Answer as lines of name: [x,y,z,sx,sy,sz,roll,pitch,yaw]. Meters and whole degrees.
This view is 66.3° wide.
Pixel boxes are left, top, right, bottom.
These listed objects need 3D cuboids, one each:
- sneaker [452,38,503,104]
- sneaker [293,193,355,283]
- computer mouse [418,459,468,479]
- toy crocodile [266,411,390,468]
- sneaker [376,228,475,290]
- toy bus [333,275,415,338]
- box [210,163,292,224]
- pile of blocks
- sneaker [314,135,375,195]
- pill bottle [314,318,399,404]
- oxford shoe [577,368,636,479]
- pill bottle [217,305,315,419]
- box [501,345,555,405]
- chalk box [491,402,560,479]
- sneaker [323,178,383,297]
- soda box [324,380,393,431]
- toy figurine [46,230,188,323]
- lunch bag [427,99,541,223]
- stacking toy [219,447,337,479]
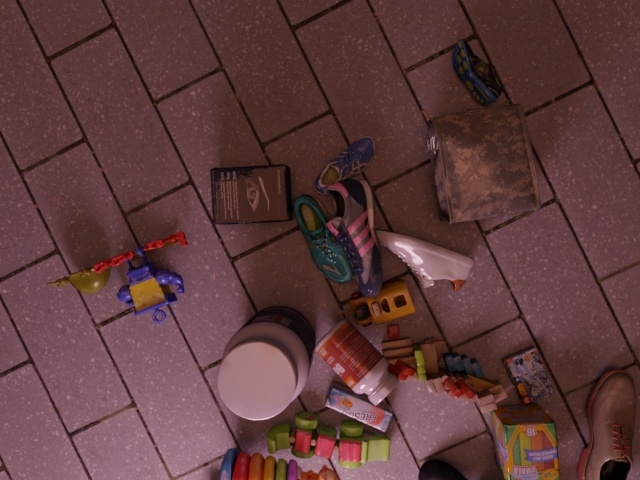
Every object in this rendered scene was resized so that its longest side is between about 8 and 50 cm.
sneaker: [0.422,-0.456,1.320,0.078,0.067,0.188,-32,88,-18]
sneaker: [0.000,0.000,1.327,0.107,0.110,0.275,-31,91,6]
computer mouse: [0.375,0.684,1.288,0.272,0.072,0.188,23,92,32]
toy crocodile: [0.023,0.556,1.346,0.341,0.105,0.115,9,92,2]
sneaker: [0.259,0.057,1.316,0.290,0.106,0.123,20,94,3]
toy bus: [0.155,0.177,1.327,0.191,0.104,0.202,24,93,2]
box: [-0.184,-0.122,1.334,0.207,0.108,0.153,-2,91,3]
pile of blocks: [0.337,0.355,1.319,0.362,0.112,0.148,15,93,2]
sneaker: [0.070,-0.201,1.331,0.080,0.081,0.211,44,92,3]
pill bottle: [0.098,0.320,1.288,0.216,0.121,0.121,44,94,14]
oxford shoe: [0.782,0.518,1.289,0.123,0.130,0.348,7,92,3]
pill bottle: [-0.125,0.290,1.216,0.210,0.363,0.210,0,91,3]
box: [0.571,0.372,1.348,0.094,0.027,0.137,-23,90,2]
chalk box: [0.544,0.564,1.303,0.133,0.132,0.212,-6,91,4]
sneaker: [0.078,-0.005,1.279,0.131,0.112,0.318,-2,76,-23]
soda box: [0.106,0.458,1.359,0.183,0.063,0.058,23,93,2]
toy figurine: [-0.505,0.140,1.328,0.363,0.191,0.217,-22,95,5]
lunch bag: [0.412,-0.202,1.270,0.235,0.169,0.286,-9,96,4]
stacking toy: [-0.105,0.637,1.292,0.302,0.165,0.175,-2,66,1]
